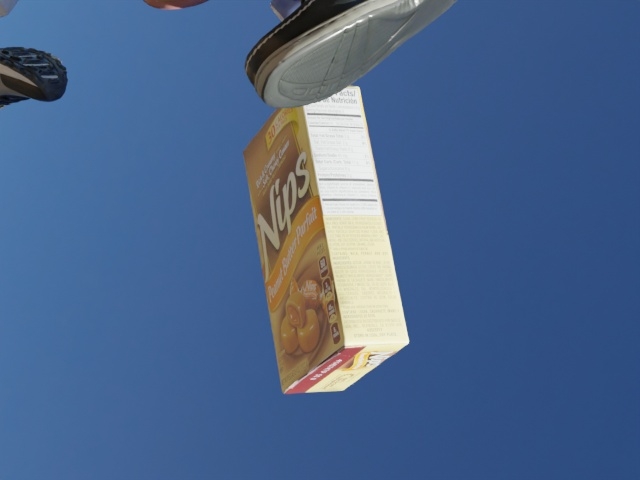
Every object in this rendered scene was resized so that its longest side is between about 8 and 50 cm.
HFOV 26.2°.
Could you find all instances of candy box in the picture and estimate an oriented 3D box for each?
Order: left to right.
[{"bbox_3d":[0.000,0.000,1.584,0.183,0.087,0.316,-44,-128,57],"label":"candy box"}]

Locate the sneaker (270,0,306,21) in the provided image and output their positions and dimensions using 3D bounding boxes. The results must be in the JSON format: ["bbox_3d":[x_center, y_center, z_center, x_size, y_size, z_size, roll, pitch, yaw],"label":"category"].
[{"bbox_3d":[0.010,-0.347,1.266,0.182,0.127,0.315,-38,-118,30],"label":"sneaker"}]

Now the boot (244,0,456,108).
[{"bbox_3d":[-0.009,-0.210,1.010,0.236,0.178,0.085,-37,164,-31],"label":"boot"}]

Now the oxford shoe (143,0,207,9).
[{"bbox_3d":[-0.154,-0.373,1.355,0.130,0.123,0.348,78,2,-52],"label":"oxford shoe"}]

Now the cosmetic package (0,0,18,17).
[{"bbox_3d":[-0.492,-0.465,1.664,0.156,0.385,0.217,-11,-143,33],"label":"cosmetic package"}]

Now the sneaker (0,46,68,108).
[{"bbox_3d":[-0.431,-0.204,1.803,0.271,0.100,0.108,13,-76,37],"label":"sneaker"}]
